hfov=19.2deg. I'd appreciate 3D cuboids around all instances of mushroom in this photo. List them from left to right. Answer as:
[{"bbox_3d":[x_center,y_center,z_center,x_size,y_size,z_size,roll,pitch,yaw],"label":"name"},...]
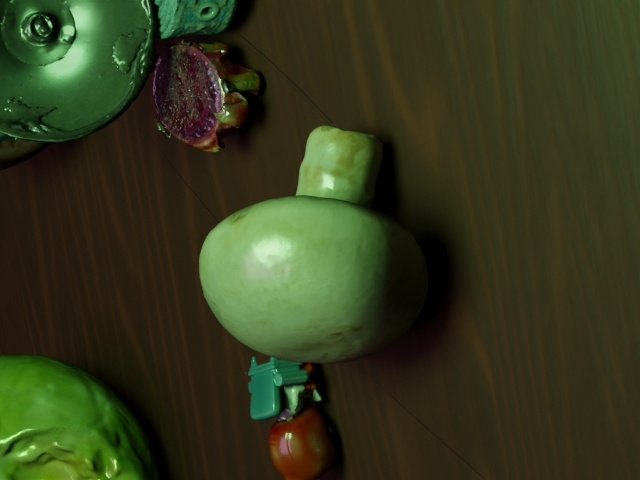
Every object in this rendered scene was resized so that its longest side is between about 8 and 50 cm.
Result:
[{"bbox_3d":[-0.012,0.009,1.667,0.206,0.206,0.209,-21,84,55],"label":"mushroom"}]

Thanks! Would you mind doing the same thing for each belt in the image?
[{"bbox_3d":[-0.126,-0.279,1.827,0.163,0.082,0.148,106,146,-44],"label":"belt"}]

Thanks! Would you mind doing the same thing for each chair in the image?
[{"bbox_3d":[-0.326,-0.194,1.965,0.401,0.226,0.227,170,87,-70],"label":"chair"}]

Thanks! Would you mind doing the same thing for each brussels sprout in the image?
[{"bbox_3d":[-0.332,0.293,2.147,0.344,0.268,0.344,21,120,42],"label":"brussels sprout"}]

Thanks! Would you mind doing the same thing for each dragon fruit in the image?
[{"bbox_3d":[-0.110,-0.144,1.867,0.126,0.068,0.112,0,98,44],"label":"dragon fruit"}]

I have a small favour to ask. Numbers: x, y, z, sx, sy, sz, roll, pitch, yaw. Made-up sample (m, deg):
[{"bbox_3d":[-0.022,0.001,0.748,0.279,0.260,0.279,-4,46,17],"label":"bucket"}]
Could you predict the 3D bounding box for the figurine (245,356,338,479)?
[{"bbox_3d":[-0.026,0.174,1.847,0.068,0.075,0.140,-15,87,55],"label":"figurine"}]
